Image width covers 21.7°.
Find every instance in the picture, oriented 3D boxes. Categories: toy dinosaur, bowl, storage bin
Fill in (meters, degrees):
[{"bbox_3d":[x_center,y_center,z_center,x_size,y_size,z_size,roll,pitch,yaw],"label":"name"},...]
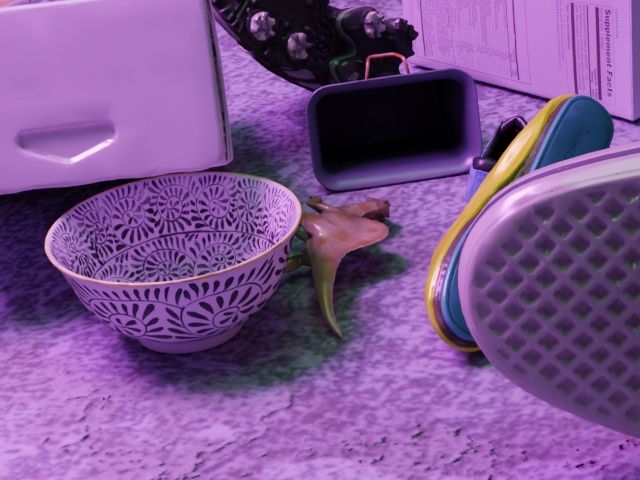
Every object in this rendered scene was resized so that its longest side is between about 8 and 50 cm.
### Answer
[{"bbox_3d":[0.000,0.000,1.168,0.092,0.053,0.183,3,27,15],"label":"toy dinosaur"},{"bbox_3d":[-0.092,0.024,1.108,0.170,0.080,0.170,-5,25,2],"label":"bowl"},{"bbox_3d":[0.051,-0.103,1.334,0.135,0.098,0.091,-9,15,-6],"label":"storage bin"}]

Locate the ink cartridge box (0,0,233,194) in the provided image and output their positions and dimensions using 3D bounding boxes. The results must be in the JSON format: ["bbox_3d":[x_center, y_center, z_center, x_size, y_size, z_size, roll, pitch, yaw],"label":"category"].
[{"bbox_3d":[-0.188,-0.110,1.254,0.226,0.131,0.306,-8,5,-6],"label":"ink cartridge box"}]

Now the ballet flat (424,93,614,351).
[{"bbox_3d":[0.125,-0.007,1.120,0.077,0.077,0.231,-27,23,55],"label":"ballet flat"}]

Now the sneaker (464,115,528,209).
[{"bbox_3d":[0.161,-0.061,1.232,0.063,0.073,0.162,11,31,33],"label":"sneaker"}]

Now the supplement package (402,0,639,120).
[{"bbox_3d":[0.228,-0.249,1.464,0.199,0.198,0.262,-25,31,-36],"label":"supplement package"}]

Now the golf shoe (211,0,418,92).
[{"bbox_3d":[-0.038,-0.181,1.394,0.120,0.105,0.273,4,-19,41],"label":"golf shoe"}]

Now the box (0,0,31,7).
[{"bbox_3d":[-0.366,-0.168,1.557,0.130,0.091,0.170,12,31,33],"label":"box"}]

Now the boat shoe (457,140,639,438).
[{"bbox_3d":[0.316,0.006,0.947,0.500,0.187,0.156,-6,20,-9],"label":"boat shoe"}]
